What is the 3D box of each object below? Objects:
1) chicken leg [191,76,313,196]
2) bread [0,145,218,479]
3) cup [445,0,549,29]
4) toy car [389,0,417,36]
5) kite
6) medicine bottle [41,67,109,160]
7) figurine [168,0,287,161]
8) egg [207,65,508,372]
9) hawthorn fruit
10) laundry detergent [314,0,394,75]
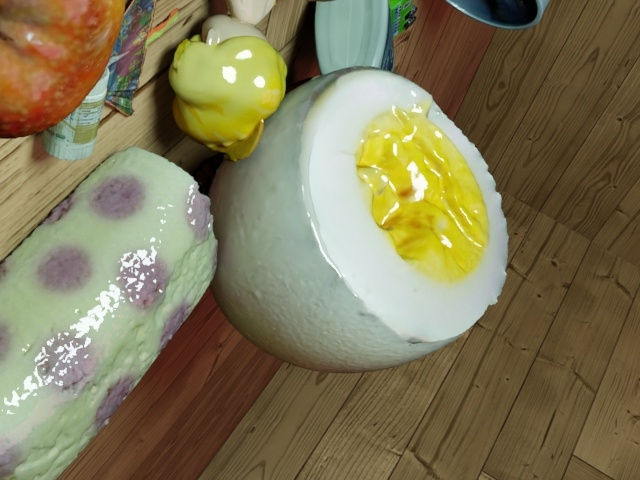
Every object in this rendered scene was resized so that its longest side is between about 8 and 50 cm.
[{"bbox_3d":[-0.080,-0.141,1.245,0.304,0.093,0.113,-46,175,-39],"label":"chicken leg"},{"bbox_3d":[-0.244,0.085,0.863,0.338,0.155,0.187,-53,164,-32],"label":"bread"},{"bbox_3d":[0.374,-0.592,1.639,0.311,0.257,0.331,-59,169,-7],"label":"cup"},{"bbox_3d":[0.122,-0.413,1.472,0.062,0.071,0.165,-43,168,-8],"label":"toy car"},{"bbox_3d":[-0.178,-0.184,0.813,0.159,0.010,0.190,-50,169,-49],"label":"kite"},{"bbox_3d":[-0.212,-0.114,0.740,0.047,0.047,0.083,-46,165,-52],"label":"medicine bottle"},{"bbox_3d":[-0.085,-0.209,0.914,0.156,0.131,0.246,-6,116,-54],"label":"figurine"},{"bbox_3d":[0.000,0.000,1.089,0.340,0.354,0.354,-25,-161,45],"label":"egg"},{"bbox_3d":[-0.186,-0.151,0.520,0.162,0.163,0.203,-62,-168,15],"label":"hawthorn fruit"},{"bbox_3d":[0.057,-0.277,1.291,0.280,0.105,0.215,58,34,-79],"label":"laundry detergent"}]
